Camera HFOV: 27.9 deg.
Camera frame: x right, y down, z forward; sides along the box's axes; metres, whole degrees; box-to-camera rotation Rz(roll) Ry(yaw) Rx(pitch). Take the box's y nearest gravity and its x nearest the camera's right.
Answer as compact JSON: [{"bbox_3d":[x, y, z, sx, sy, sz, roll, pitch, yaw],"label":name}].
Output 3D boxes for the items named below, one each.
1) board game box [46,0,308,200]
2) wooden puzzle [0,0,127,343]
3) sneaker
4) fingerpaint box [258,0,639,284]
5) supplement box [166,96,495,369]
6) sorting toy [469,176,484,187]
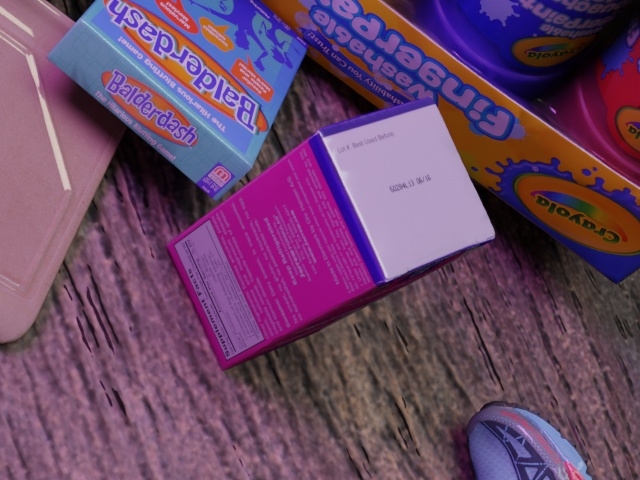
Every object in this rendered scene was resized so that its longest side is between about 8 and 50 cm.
[{"bbox_3d":[-0.100,-0.146,0.987,0.160,0.047,0.210,41,33,-15],"label":"board game box"},{"bbox_3d":[-0.255,-0.078,0.892,0.221,0.044,0.238,36,58,-25],"label":"wooden puzzle"},{"bbox_3d":[0.158,0.254,1.000,0.125,0.104,0.262,-7,74,-35],"label":"sneaker"},{"bbox_3d":[0.179,-0.215,0.992,0.445,0.371,0.163,37,57,-3],"label":"fingerpaint box"},{"bbox_3d":[0.000,0.000,0.926,0.111,0.220,0.114,-20,84,-38],"label":"supplement box"},{"bbox_3d":[0.145,-0.122,1.192,0.274,0.046,0.132,17,61,-29],"label":"sorting toy"}]
